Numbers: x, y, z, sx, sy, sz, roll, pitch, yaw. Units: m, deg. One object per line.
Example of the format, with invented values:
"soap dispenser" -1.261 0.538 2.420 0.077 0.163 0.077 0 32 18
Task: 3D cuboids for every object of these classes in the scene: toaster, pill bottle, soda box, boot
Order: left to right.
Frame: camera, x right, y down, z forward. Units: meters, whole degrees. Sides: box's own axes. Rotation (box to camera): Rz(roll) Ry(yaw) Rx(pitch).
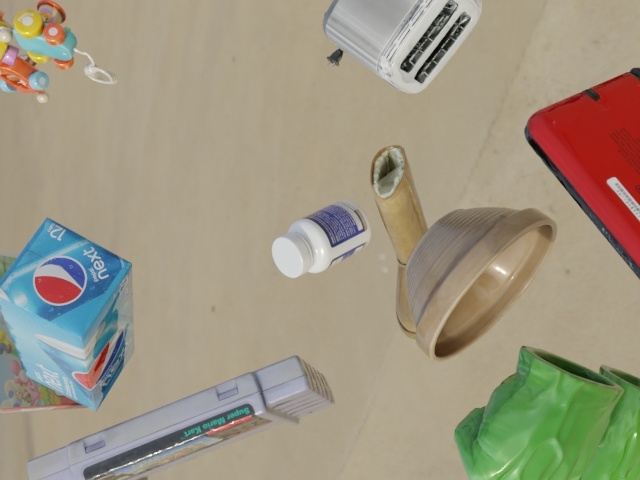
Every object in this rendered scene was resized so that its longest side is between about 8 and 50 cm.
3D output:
"soda box" -0.191 0.066 0.707 0.067 0.071 0.210 -61 -2 -25
"pill bottle" 0.000 0.000 1.786 0.112 0.186 0.112 24 126 37
"toaster" 0.109 -0.303 1.241 0.227 0.129 0.146 -51 55 11
"boot" 0.146 0.008 1.600 0.269 0.089 0.236 67 -163 -44

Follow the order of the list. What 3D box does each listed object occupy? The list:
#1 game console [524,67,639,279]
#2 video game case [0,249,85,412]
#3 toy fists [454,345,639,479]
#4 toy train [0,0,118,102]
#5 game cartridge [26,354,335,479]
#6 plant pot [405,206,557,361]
"game console" 0.186 -0.012 0.495 0.144 0.124 0.085 56 158 24
"video game case" -0.377 0.106 1.094 0.025 0.285 0.204 -23 75 17
"toy fists" 0.220 0.180 0.817 0.096 0.279 0.142 28 97 41
"toy train" -0.270 -0.183 0.872 0.166 0.125 0.046 1 68 37
"game cartridge" -0.165 0.247 1.165 0.230 0.355 0.068 54 -166 -77
"plant pot" 0.191 0.036 1.193 0.110 0.237 0.237 44 131 25
